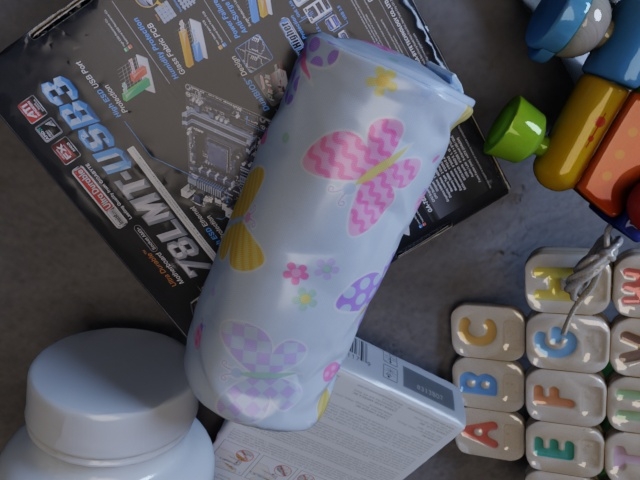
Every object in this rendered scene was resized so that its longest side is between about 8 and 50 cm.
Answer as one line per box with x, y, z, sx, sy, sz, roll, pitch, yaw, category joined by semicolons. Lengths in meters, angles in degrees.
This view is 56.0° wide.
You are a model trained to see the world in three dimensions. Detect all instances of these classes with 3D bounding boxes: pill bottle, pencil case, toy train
-0.186;0.246;0.527;0.177;0.176;0.318;7;109;-7;pill bottle
0.000;0.000;0.416;0.124;0.113;0.273;14;110;-24;pencil case
0.183;-0.054;0.444;0.144;0.105;0.247;23;108;-5;toy train

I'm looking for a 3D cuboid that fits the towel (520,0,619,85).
0.301;-0.255;0.453;0.324;0.056;0.312;-42;108;11;towel

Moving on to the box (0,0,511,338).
-0.048;-0.086;0.474;0.293;0.073;0.295;-32;110;7;box

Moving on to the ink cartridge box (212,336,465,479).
-0.002;0.192;0.602;0.189;0.066;0.232;28;126;-14;ink cartridge box

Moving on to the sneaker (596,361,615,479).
0.359;0.128;0.559;0.109;0.123;0.295;38;103;-17;sneaker

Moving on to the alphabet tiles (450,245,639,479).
0.258;0.142;0.542;0.278;0.021;0.283;2;110;24;alphabet tiles
